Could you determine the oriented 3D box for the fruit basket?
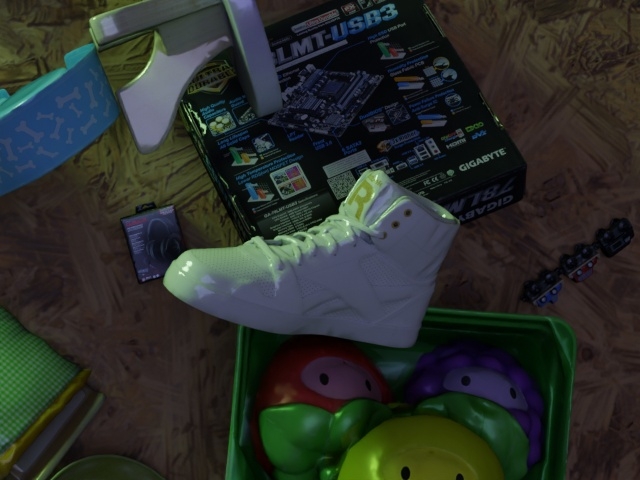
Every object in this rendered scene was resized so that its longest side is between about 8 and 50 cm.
[{"bbox_3d":[0.088,0.207,1.574,0.392,0.392,0.283,5,91,-10],"label":"fruit basket"}]

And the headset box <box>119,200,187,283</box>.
[{"bbox_3d":[-0.182,-0.001,1.686,0.062,0.032,0.083,-16,96,-9],"label":"headset box"}]

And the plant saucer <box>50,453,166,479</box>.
[{"bbox_3d":[-0.224,0.350,1.631,0.241,0.037,0.241,23,55,-38],"label":"plant saucer"}]

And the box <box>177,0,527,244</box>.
[{"bbox_3d":[0.023,-0.117,1.624,0.295,0.073,0.293,-23,59,-10],"label":"box"}]

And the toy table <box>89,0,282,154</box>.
[{"bbox_3d":[-0.157,-0.236,1.548,0.160,0.252,0.274,-21,87,-6],"label":"toy table"}]

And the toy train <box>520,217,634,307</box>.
[{"bbox_3d":[0.299,0.029,1.776,0.158,0.027,0.036,-35,108,-8],"label":"toy train"}]

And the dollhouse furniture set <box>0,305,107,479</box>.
[{"bbox_3d":[-0.351,0.187,1.544,0.197,0.151,0.301,42,57,-10],"label":"dollhouse furniture set"}]

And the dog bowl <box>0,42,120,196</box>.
[{"bbox_3d":[-0.317,-0.101,1.543,0.074,0.297,0.166,56,44,-16],"label":"dog bowl"}]

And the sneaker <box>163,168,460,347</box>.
[{"bbox_3d":[0.000,0.000,1.447,0.292,0.108,0.169,9,113,-38],"label":"sneaker"}]
